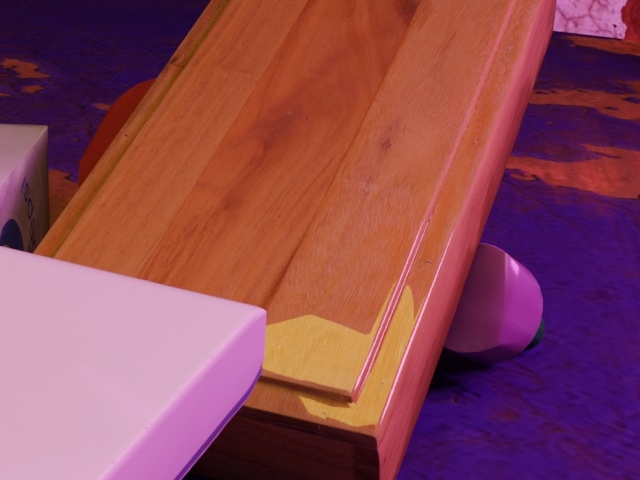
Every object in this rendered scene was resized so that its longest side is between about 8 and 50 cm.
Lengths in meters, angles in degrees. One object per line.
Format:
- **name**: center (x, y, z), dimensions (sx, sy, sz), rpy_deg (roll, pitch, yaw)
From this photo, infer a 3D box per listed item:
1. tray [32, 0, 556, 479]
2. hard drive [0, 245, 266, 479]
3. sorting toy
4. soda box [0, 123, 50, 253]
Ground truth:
- **tray**: center (-0.003, -0.050, 0.707), dimensions (0.202, 0.076, 0.411), rpy_deg (11, 45, 15)
- **hard drive**: center (-0.206, 0.047, 0.442), dimensions (0.318, 0.040, 0.210), rpy_deg (12, 25, 16)
- **sorting toy**: center (0.000, 0.000, 0.833), dimensions (0.365, 0.127, 0.126), rpy_deg (23, -4, 34)
- **soda box**: center (-0.228, 0.008, 0.705), dimensions (0.098, 0.091, 0.286), rpy_deg (2, 19, -2)
